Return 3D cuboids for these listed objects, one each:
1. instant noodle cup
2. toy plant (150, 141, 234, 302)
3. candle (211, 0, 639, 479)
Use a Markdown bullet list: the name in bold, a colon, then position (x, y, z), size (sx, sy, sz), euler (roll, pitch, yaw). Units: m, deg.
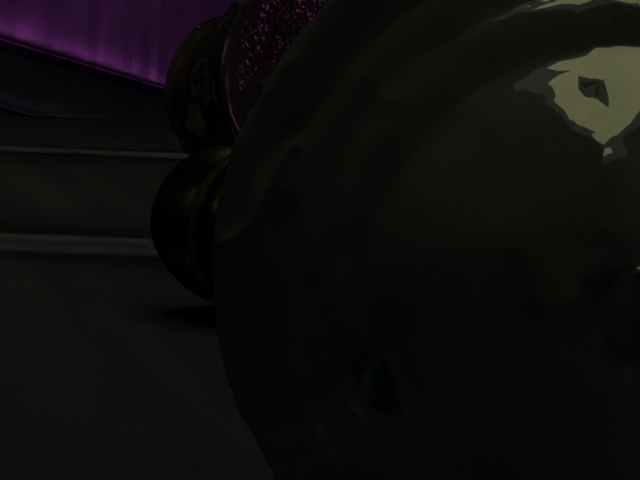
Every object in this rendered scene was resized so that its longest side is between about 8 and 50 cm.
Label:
- **instant noodle cup**: position (-0.036, -0.147, 1.708), size (0.217, 0.217, 0.207), euler (0, -1, -26)
- **toy plant**: position (-0.008, -0.002, 0.859), size (0.092, 0.093, 0.162), euler (-2, 7, -39)
- **candle**: position (0.073, 0.003, 0.428), size (0.187, 0.187, 0.330), euler (4, 7, 9)
